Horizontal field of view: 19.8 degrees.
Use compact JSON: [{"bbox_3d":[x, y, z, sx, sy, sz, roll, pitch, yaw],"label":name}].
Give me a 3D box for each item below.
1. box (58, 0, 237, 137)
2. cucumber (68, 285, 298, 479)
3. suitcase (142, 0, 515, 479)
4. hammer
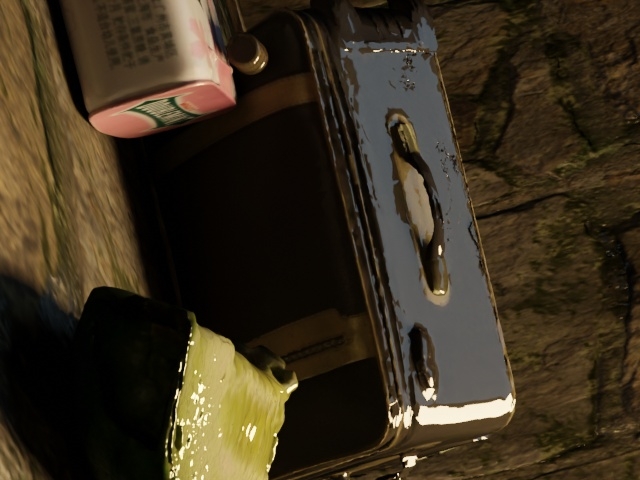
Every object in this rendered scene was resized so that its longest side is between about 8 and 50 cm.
[{"bbox_3d":[-0.166,-0.272,1.411,0.190,0.112,0.369,50,24,-85],"label":"box"},{"bbox_3d":[-0.091,0.101,1.037,0.325,0.105,0.145,65,38,-78],"label":"cucumber"},{"bbox_3d":[0.000,0.000,1.550,0.283,0.194,0.433,-26,-107,50],"label":"suitcase"},{"bbox_3d":[-0.096,-0.270,1.425,0.058,0.029,0.292,8,64,-88],"label":"hammer"}]
